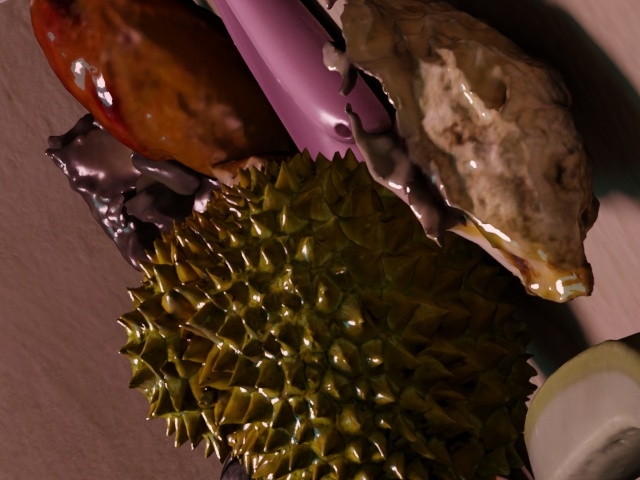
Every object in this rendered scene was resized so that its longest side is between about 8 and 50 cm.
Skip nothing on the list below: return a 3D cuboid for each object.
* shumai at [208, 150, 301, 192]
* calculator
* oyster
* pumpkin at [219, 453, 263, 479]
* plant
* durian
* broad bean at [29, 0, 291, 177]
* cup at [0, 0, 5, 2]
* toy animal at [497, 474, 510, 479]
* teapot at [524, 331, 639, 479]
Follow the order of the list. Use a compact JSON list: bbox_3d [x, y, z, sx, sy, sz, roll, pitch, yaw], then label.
[{"bbox_3d":[0.000,0.000,1.230,0.201,0.201,0.120,-134,53,-64],"label":"shumai"},{"bbox_3d":[-0.022,-0.113,1.095,0.294,0.043,0.194,54,175,40],"label":"calculator"},{"bbox_3d":[0.058,-0.056,0.656,0.133,0.072,0.209,51,-165,-8],"label":"oyster"},{"bbox_3d":[0.025,0.263,1.469,0.296,0.296,0.296,56,174,8],"label":"pumpkin"},{"bbox_3d":[-0.130,-0.070,1.519,0.199,0.188,0.276,54,174,14],"label":"plant"},{"bbox_3d":[0.020,0.060,0.939,0.176,0.200,0.237,-1,151,42],"label":"durian"},{"bbox_3d":[-0.121,-0.132,1.302,0.228,0.122,0.156,42,-171,-19],"label":"broad bean"},{"bbox_3d":[-0.255,-0.307,1.192,0.357,0.259,0.274,22,-163,-34],"label":"cup"},{"bbox_3d":[0.157,0.226,1.318,0.284,0.225,0.302,31,-150,-50],"label":"toy animal"},{"bbox_3d":[0.174,0.202,0.640,0.239,0.321,0.239,17,148,2],"label":"teapot"}]
